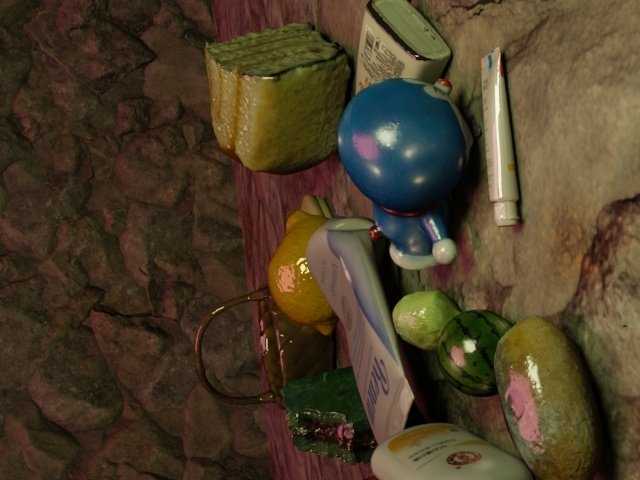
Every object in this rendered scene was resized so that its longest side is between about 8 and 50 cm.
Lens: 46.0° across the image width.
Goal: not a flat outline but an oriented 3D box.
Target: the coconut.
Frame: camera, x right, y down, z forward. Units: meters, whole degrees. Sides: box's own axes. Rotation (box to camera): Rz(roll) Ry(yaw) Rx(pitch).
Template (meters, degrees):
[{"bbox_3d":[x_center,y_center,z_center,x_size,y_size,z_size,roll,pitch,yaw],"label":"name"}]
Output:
[{"bbox_3d":[0.146,0.106,1.009,0.088,0.096,0.087,21,-114,-61],"label":"coconut"}]

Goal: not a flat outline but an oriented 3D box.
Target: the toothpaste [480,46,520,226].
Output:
[{"bbox_3d":[0.193,-0.110,0.819,0.048,0.031,0.190,154,112,-79],"label":"toothpaste"}]

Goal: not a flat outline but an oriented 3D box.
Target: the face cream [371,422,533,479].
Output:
[{"bbox_3d":[0.166,0.282,0.873,0.291,0.144,0.071,-172,70,-74],"label":"face cream"}]

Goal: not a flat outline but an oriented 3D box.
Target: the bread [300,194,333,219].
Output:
[{"bbox_3d":[0.000,0.000,1.605,0.178,0.060,0.139,-113,22,-50],"label":"bread"}]

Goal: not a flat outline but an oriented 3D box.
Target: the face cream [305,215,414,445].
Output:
[{"bbox_3d":[0.074,0.127,1.175,0.234,0.137,0.420,95,164,-47],"label":"face cream"}]

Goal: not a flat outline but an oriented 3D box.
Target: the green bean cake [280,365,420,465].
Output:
[{"bbox_3d":[0.047,0.306,1.261,0.193,0.208,0.107,-116,20,-59],"label":"green bean cake"}]

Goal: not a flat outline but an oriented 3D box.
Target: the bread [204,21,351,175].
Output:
[{"bbox_3d":[-0.081,-0.256,1.464,0.395,0.239,0.263,-124,26,-60],"label":"bread"}]

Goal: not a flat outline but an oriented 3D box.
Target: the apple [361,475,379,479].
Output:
[{"bbox_3d":[0.112,0.418,1.017,0.218,0.218,0.201,149,105,-75],"label":"apple"}]

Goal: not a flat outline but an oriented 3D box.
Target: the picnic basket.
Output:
[{"bbox_3d":[-0.144,0.254,1.793,0.337,0.337,0.292,-137,42,-70],"label":"picnic basket"}]

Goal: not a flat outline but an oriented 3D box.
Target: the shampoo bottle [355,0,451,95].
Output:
[{"bbox_3d":[0.101,-0.192,1.072,0.153,0.071,0.284,58,158,32],"label":"shampoo bottle"}]

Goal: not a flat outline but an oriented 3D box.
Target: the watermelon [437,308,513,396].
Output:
[{"bbox_3d":[0.180,0.130,0.844,0.109,0.109,0.108,173,90,-77],"label":"watermelon"}]

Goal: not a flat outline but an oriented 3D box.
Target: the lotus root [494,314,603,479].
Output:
[{"bbox_3d":[0.220,0.169,0.721,0.113,0.088,0.192,73,-175,-70],"label":"lotus root"}]

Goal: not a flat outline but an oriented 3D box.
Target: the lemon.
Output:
[{"bbox_3d":[-0.009,0.058,1.418,0.187,0.187,0.244,143,115,-75],"label":"lemon"}]

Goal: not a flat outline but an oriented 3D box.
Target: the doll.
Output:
[{"bbox_3d":[0.117,-0.082,0.943,0.215,0.161,0.256,55,169,37],"label":"doll"}]
